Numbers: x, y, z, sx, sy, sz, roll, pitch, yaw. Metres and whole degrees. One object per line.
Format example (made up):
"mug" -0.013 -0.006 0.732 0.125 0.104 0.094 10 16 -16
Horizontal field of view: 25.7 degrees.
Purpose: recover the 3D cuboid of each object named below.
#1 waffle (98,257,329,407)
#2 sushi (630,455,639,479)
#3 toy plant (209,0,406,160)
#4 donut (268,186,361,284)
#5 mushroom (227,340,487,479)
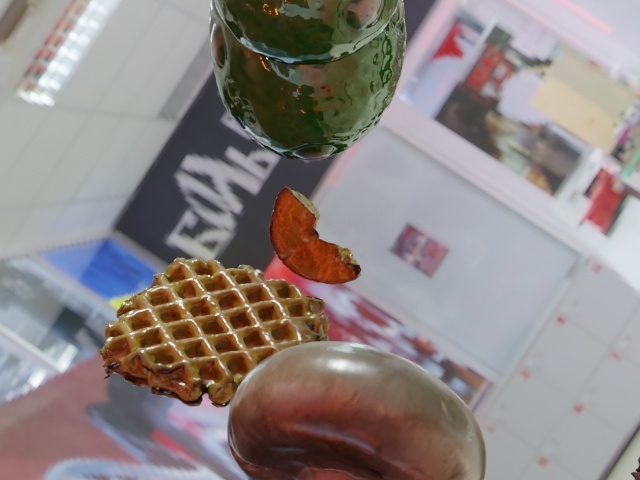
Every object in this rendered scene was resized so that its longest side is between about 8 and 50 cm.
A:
"waffle" -0.118 0.105 1.611 0.254 0.245 0.052 -54 -25 -52
"sushi" 0.537 0.380 1.775 0.281 0.294 0.300 -2 -77 -60
"toy plant" -0.016 -0.163 0.688 0.218 0.175 0.235 103 159 -86
"donut" 0.000 0.000 1.135 0.038 0.083 0.067 27 -101 -78
"mushroom" 0.018 0.214 1.221 0.244 0.243 0.243 -56 -4 -5
